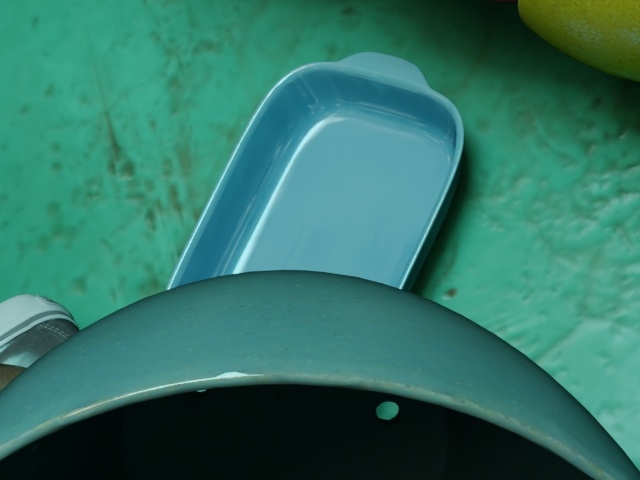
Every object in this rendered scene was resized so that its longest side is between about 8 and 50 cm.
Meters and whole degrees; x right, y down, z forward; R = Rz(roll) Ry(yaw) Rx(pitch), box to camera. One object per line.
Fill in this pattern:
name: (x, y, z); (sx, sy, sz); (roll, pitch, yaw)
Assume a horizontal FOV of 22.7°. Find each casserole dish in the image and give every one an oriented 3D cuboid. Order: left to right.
casserole dish: (0.000, 0.000, 0.754); (0.114, 0.037, 0.188); (19, 76, 28)

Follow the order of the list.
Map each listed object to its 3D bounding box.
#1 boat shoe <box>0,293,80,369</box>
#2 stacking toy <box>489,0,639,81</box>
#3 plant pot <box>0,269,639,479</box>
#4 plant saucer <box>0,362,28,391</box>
boat shoe: (-0.185, 0.129, 0.752); (0.228, 0.080, 0.076); (-45, 57, -11)
stacking toy: (0.138, -0.180, 0.664); (0.350, 0.350, 0.480); (-43, 74, -1)
plant pot: (-0.014, 0.126, 0.591); (0.290, 0.290, 0.195); (-25, 24, 10)
plant saucer: (-0.151, 0.138, 0.706); (0.168, 0.029, 0.168); (1, 84, -7)
